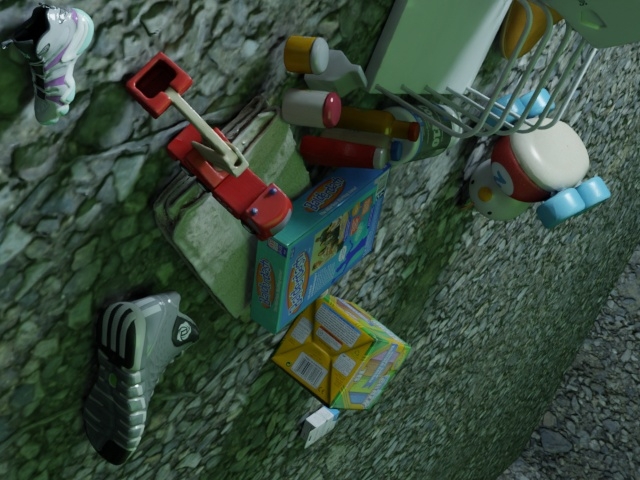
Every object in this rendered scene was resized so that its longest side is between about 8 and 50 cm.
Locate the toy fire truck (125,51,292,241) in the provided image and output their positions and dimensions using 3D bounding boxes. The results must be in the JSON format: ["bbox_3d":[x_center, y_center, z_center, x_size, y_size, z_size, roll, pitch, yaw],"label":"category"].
[{"bbox_3d":[-0.101,-0.083,0.880,0.047,0.192,0.135,-47,-178,-12],"label":"toy fire truck"}]

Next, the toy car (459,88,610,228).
[{"bbox_3d":[0.320,-0.099,1.556,0.238,0.219,0.210,-37,168,39],"label":"toy car"}]

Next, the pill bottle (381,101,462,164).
[{"bbox_3d":[0.135,-0.150,1.259,0.137,0.078,0.078,-18,137,-51],"label":"pill bottle"}]

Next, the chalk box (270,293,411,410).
[{"bbox_3d":[0.045,0.179,1.446,0.132,0.132,0.213,-57,155,5],"label":"chalk box"}]

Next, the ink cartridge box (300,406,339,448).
[{"bbox_3d":[-0.007,0.338,1.665,0.083,0.028,0.048,-26,142,-45],"label":"ink cartridge box"}]

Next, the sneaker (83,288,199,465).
[{"bbox_3d":[-0.197,0.155,1.068,0.132,0.086,0.229,-27,142,-48],"label":"sneaker"}]

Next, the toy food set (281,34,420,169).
[{"bbox_3d":[0.037,-0.143,1.033,0.232,0.104,0.111,51,51,-66],"label":"toy food set"}]

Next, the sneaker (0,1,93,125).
[{"bbox_3d":[-0.225,-0.141,0.721,0.069,0.038,0.098,1,112,-58],"label":"sneaker"}]

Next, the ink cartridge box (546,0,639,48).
[{"bbox_3d":[0.358,-0.404,1.094,0.211,0.121,0.289,14,77,-52],"label":"ink cartridge box"}]

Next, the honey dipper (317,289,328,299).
[{"bbox_3d":[-0.018,0.033,1.283,0.030,0.030,0.161,-46,149,-17],"label":"honey dipper"}]

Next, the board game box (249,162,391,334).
[{"bbox_3d":[0.000,0.000,1.148,0.210,0.047,0.160,-39,152,-39],"label":"board game box"}]

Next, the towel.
[{"bbox_3d":[-0.084,-0.028,1.076,0.187,0.049,0.282,-48,154,-12],"label":"towel"}]

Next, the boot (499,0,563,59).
[{"bbox_3d":[0.402,-0.357,1.307,0.104,0.211,0.295,-8,129,-55],"label":"boot"}]

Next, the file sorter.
[{"bbox_3d":[0.222,-0.246,1.185,0.277,0.173,0.193,-13,133,-54],"label":"file sorter"}]
